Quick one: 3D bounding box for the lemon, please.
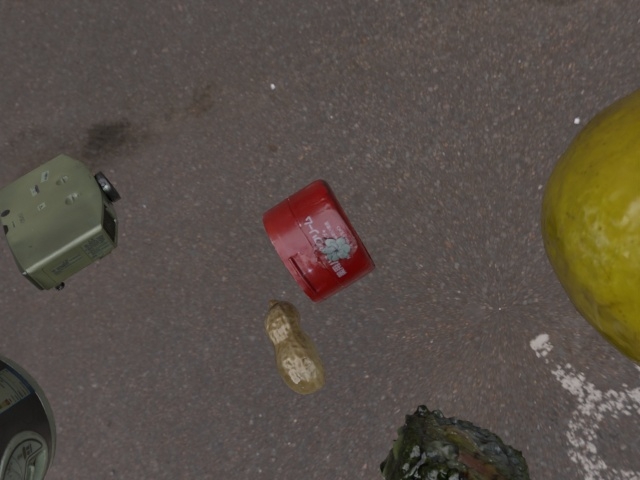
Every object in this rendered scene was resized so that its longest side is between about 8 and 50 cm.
[{"bbox_3d":[0.344,0.003,0.455,0.286,0.285,0.316,-5,43,18],"label":"lemon"}]

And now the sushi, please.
[{"bbox_3d":[0.278,0.497,1.106,0.294,0.352,0.178,25,98,11],"label":"sushi"}]

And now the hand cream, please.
[{"bbox_3d":[0.000,0.000,1.078,0.149,0.230,0.230,-31,74,3],"label":"hand cream"}]

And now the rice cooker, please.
[{"bbox_3d":[-0.553,0.307,0.737,0.289,0.277,0.288,1,97,10],"label":"rice cooker"}]

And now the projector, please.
[{"bbox_3d":[-0.460,-0.046,0.961,0.194,0.088,0.269,-35,50,-12],"label":"projector"}]

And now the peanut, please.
[{"bbox_3d":[-0.059,0.205,1.072,0.086,0.104,0.227,-33,53,5],"label":"peanut"}]
